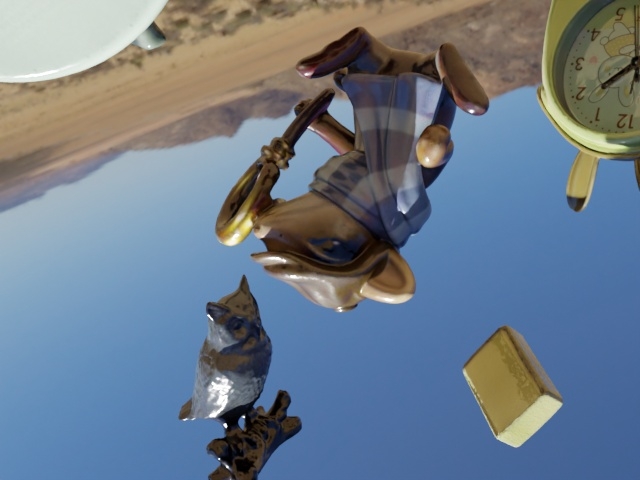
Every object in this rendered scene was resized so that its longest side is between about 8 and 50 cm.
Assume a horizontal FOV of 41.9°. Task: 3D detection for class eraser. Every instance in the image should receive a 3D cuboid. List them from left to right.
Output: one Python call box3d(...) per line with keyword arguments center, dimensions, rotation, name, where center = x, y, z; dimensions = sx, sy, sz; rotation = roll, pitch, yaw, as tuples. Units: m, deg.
box3d(center=(0.308, 0.233, 1.355), dimensions=(0.117, 0.058, 0.172), rotation=(-52, -151, 19), name="eraser")

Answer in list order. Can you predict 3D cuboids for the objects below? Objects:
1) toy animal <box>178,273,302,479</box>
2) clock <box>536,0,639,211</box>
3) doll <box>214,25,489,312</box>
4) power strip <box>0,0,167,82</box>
box3d(center=(-0.094, 0.129, 0.843), dimensions=(0.117, 0.210, 0.121), rotation=(8, -154, 33), name="toy animal")
box3d(center=(0.267, -0.135, 0.700), dimensions=(0.170, 0.232, 0.069), rotation=(12, 176, 42), name="clock")
box3d(center=(0.035, -0.087, 1.015), dimensions=(0.209, 0.340, 0.318), rotation=(17, -173, -37), name="doll")
box3d(center=(-0.229, -0.284, 0.586), dimensions=(0.357, 0.358, 0.161), rotation=(-18, -146, 20), name="power strip")
